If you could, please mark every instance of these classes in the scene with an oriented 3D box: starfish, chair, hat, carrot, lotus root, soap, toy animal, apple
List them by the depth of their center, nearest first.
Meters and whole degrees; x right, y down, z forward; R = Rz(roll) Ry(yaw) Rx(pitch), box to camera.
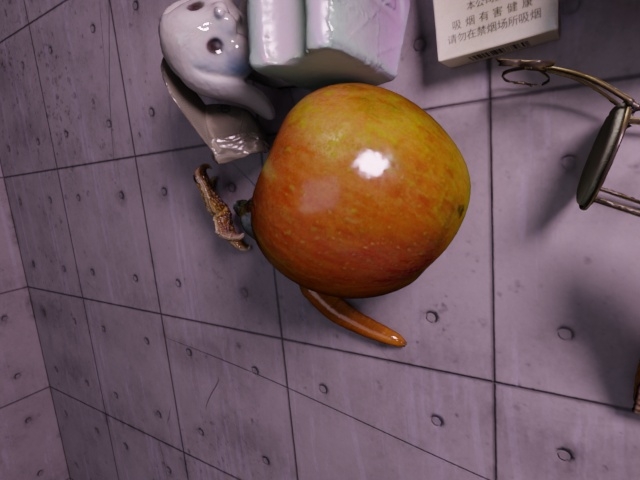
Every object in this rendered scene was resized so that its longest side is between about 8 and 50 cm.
[{"bbox_3d":[0.373,-0.121,0.525,0.326,0.160,0.170,22,114,23],"label":"chair"},{"bbox_3d":[0.018,-0.460,0.611,0.156,0.262,0.445,-2,92,38],"label":"soap"},{"bbox_3d":[0.059,-0.068,0.646,0.340,0.340,0.338,9,106,33],"label":"apple"},{"bbox_3d":[-0.164,-0.374,0.774,0.174,0.290,0.248,-28,64,37],"label":"toy animal"},{"bbox_3d":[-0.208,-0.274,0.836,0.214,0.149,0.244,-120,11,-57],"label":"hat"},{"bbox_3d":[0.056,0.157,0.867,0.271,0.066,0.062,37,163,19],"label":"carrot"},{"bbox_3d":[-0.120,-0.048,0.916,0.192,0.088,0.113,23,94,28],"label":"lotus root"},{"bbox_3d":[-0.240,-0.068,0.976,0.071,0.216,0.238,-29,118,0],"label":"starfish"}]

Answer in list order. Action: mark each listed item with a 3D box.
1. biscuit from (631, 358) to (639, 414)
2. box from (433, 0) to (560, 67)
[{"bbox_3d":[0.454,0.101,0.487,0.094,0.054,0.378,7,134,36],"label":"biscuit"},{"bbox_3d":[0.250,-0.408,0.589,0.164,0.069,0.256,-2,100,34],"label":"box"}]
